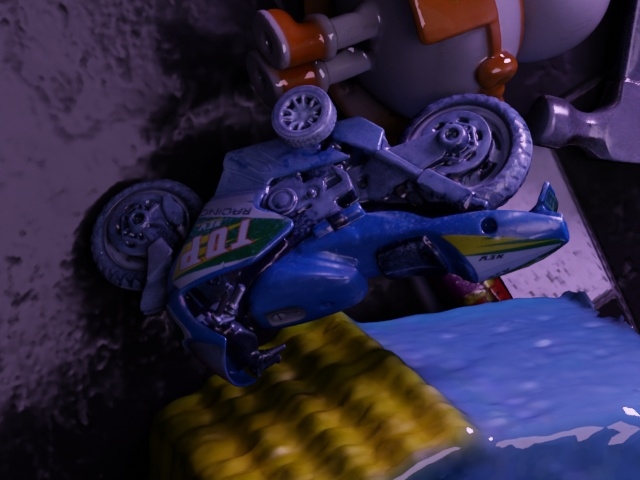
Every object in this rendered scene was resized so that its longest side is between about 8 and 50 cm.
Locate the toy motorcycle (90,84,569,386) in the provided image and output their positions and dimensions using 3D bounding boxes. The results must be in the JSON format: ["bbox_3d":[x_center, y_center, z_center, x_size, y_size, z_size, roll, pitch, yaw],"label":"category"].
[{"bbox_3d":[0.000,0.000,1.019,0.254,0.092,0.135,-16,57,10],"label":"toy motorcycle"}]

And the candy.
[{"bbox_3d":[0.097,0.037,1.158,0.045,0.043,0.175,-37,106,-9],"label":"candy"}]

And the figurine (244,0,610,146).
[{"bbox_3d":[0.088,-0.132,1.088,0.271,0.143,0.143,-6,95,-16],"label":"figurine"}]

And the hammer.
[{"bbox_3d":[0.214,-0.189,1.205,0.137,0.037,0.290,11,88,-26],"label":"hammer"}]

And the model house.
[{"bbox_3d":[0.052,0.151,1.016,0.303,0.237,0.215,0,102,-18],"label":"model house"}]
